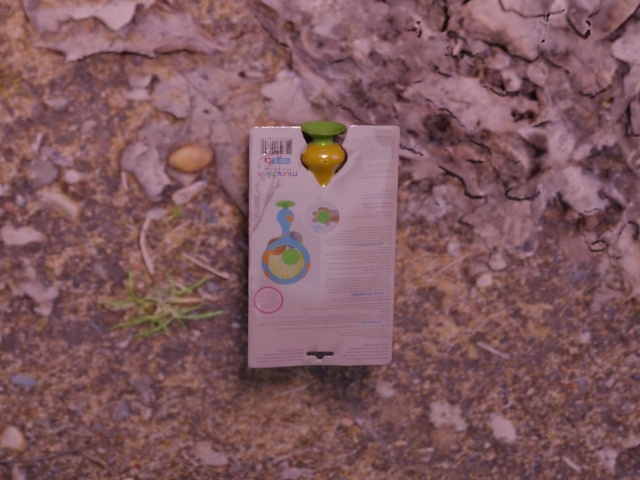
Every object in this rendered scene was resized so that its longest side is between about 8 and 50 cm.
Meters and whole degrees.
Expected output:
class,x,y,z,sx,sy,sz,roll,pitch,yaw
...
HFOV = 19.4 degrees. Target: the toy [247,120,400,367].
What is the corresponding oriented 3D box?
class,x,y,z,sx,sy,sz,roll,pitch,yaw
toy,0.000,0.000,1.737,0.137,0.056,0.237,-1,114,-5
